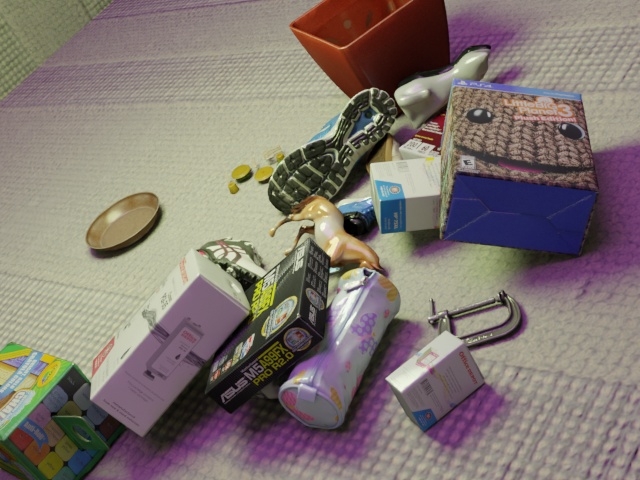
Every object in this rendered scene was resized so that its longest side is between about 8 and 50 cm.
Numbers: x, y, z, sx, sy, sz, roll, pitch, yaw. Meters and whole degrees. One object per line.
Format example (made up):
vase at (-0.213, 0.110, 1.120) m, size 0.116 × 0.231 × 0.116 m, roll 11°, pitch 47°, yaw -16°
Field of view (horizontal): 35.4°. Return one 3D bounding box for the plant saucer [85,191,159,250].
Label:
plant saucer at (-0.456, -0.037, 2.345) m, size 0.198 × 0.036 × 0.198 m, roll -20°, pitch 35°, yaw 15°

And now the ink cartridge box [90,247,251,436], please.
ink cartridge box at (-0.264, 0.168, 1.741) m, size 0.283 × 0.117 × 0.207 m, roll -49°, pitch 16°, yaw 2°

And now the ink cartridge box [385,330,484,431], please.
ink cartridge box at (0.172, 0.208, 1.492) m, size 0.122 × 0.088 × 0.052 m, roll -36°, pitch 31°, yaw -10°

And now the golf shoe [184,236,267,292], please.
golf shoe at (-0.156, 0.047, 1.949) m, size 0.120 × 0.105 × 0.273 m, roll -38°, pitch 34°, yaw -25°

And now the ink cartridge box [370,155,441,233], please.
ink cartridge box at (0.213, -0.089, 1.831) m, size 0.231 × 0.078 × 0.134 m, roll -6°, pitch 35°, yaw -2°

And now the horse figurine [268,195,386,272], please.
horse figurine at (0.000, 0.000, 1.885) m, size 0.174 × 0.066 × 0.263 m, roll -37°, pitch 47°, yaw 17°

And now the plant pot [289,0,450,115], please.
plant pot at (0.136, -0.430, 2.238) m, size 0.267 × 0.236 × 0.267 m, roll -36°, pitch 34°, yaw -11°

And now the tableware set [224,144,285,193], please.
tableware set at (-0.142, -0.154, 2.279) m, size 0.154 × 0.024 × 0.104 m, roll -27°, pitch 36°, yaw 1°

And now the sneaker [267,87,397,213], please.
sneaker at (0.028, -0.178, 2.109) m, size 0.330 × 0.130 × 0.147 m, roll -41°, pitch 0°, yaw 2°

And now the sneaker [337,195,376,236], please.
sneaker at (0.097, -0.051, 1.924) m, size 0.152 × 0.058 × 0.085 m, roll -11°, pitch 40°, yaw 21°

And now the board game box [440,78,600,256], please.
board game box at (0.326, -0.129, 1.694) m, size 0.232 × 0.141 × 0.291 m, roll 7°, pitch 40°, yaw 1°

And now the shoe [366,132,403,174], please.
shoe at (0.137, -0.147, 2.033) m, size 0.076 × 0.058 × 0.219 m, roll -47°, pitch 20°, yaw 27°

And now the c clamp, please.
c clamp at (0.245, 0.119, 1.616) m, size 0.160 × 0.022 × 0.137 m, roll -16°, pitch 35°, yaw 21°

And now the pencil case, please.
pencil case at (0.035, 0.171, 1.616) m, size 0.113 × 0.124 × 0.273 m, roll 26°, pitch 55°, yaw 5°

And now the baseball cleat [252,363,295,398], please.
baseball cleat at (-0.072, 0.185, 1.726) m, size 0.109 × 0.072 × 0.206 m, roll -12°, pitch 33°, yaw 36°

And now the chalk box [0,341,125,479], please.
chalk box at (-0.484, 0.320, 1.759) m, size 0.289 × 0.180 × 0.179 m, roll 9°, pitch 49°, yaw 45°

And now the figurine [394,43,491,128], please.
figurine at (0.262, -0.332, 2.055) m, size 0.209 × 0.092 × 0.215 m, roll -33°, pitch 8°, yaw 15°

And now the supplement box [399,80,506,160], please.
supplement box at (0.287, -0.215, 1.985) m, size 0.239 × 0.073 × 0.130 m, roll -41°, pitch 34°, yaw -19°

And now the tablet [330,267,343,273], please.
tablet at (0.021, 0.036, 1.911) m, size 0.054 × 0.006 × 0.083 m, roll -17°, pitch 36°, yaw 19°

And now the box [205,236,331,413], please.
box at (-0.082, 0.135, 1.673) m, size 0.216 × 0.060 × 0.270 m, roll -41°, pitch 19°, yaw 21°
